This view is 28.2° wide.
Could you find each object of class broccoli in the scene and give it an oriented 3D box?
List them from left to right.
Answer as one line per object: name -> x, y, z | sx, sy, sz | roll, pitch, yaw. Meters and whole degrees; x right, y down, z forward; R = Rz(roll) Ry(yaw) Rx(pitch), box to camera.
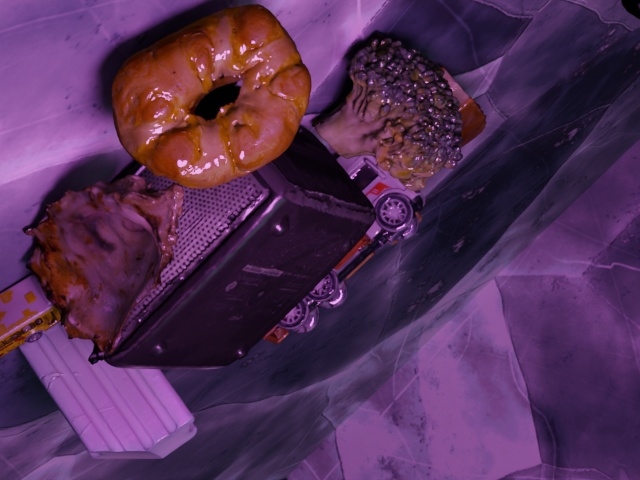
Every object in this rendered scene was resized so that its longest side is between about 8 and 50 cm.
broccoli -> 0.106, -0.196, 2.114 | 0.245, 0.288, 0.248 | -30, -157, 21

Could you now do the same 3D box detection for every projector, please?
projector -> -0.156, 0.004, 2.014 | 0.405, 0.242, 0.395 | -44, 159, 13

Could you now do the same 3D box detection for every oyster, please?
oyster -> -0.297, 0.000, 1.778 | 0.096, 0.221, 0.361 | -33, 165, -49

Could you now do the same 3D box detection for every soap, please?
soap -> -0.355, 0.247, 2.136 | 0.173, 0.289, 0.095 | -34, 158, -15

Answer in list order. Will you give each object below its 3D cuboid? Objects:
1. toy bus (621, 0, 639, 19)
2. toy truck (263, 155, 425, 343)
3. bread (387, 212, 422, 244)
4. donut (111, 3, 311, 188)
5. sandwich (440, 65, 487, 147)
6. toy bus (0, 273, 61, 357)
toy bus -> 0.630, -0.536, 2.429 | 0.092, 0.093, 0.409 | -45, 162, -3
toy truck -> 0.000, 0.000, 2.344 | 0.387, 0.207, 0.173 | -43, 169, 0
bread -> 0.154, -0.056, 2.687 | 0.106, 0.082, 0.125 | -45, 152, -11
donut -> -0.144, -0.181, 1.666 | 0.261, 0.208, 0.128 | -25, -171, -17
sandwich -> 0.209, -0.211, 2.386 | 0.186, 0.108, 0.220 | -41, 163, 8
toy bus -> -0.510, 0.142, 1.950 | 0.226, 0.081, 0.074 | -31, 155, -11
